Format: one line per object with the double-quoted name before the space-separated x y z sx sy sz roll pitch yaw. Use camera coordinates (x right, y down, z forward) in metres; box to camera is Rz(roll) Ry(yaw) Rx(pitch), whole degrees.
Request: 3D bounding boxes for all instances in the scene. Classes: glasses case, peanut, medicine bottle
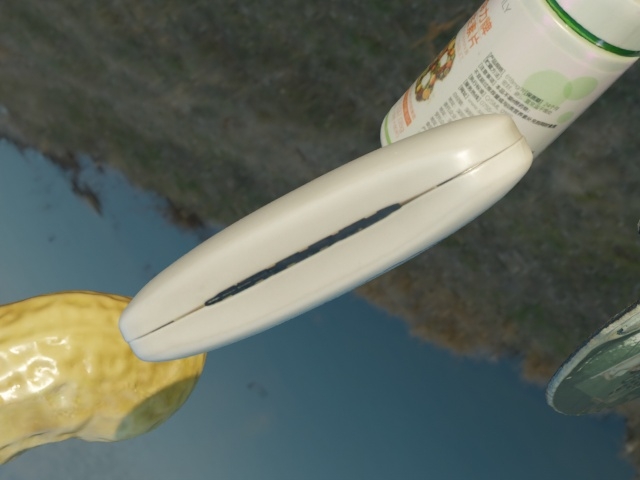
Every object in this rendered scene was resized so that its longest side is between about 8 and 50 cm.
"glasses case" 0.000 0.000 0.593 0.049 0.197 0.076 62 -165 -3
"peanut" -0.239 0.111 1.093 0.147 0.305 0.147 168 90 -77
"medicine bottle" 0.116 -0.099 0.775 0.086 0.086 0.183 49 130 9

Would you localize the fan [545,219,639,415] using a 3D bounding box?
"fan" 0.228 0.019 0.696 0.294 0.223 0.012 94 156 -65
